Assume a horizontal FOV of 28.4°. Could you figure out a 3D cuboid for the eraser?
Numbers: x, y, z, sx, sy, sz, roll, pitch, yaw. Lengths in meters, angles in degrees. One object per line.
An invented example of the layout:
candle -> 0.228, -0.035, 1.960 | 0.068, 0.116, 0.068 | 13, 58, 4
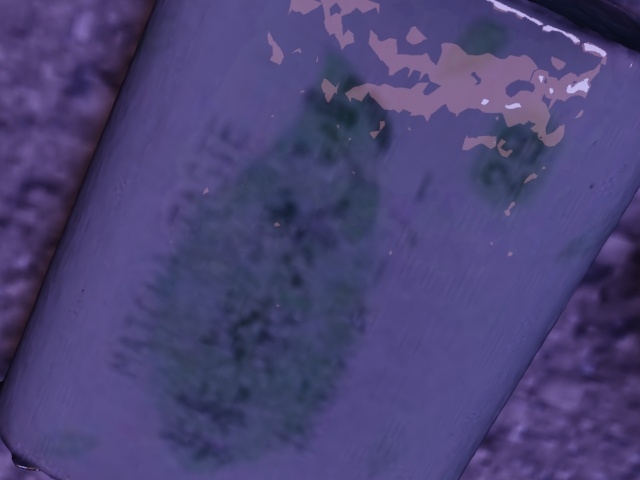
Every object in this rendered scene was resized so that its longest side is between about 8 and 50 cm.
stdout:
eraser -> 0.000, 0.000, 0.445 | 0.174, 0.081, 0.227 | 23, 114, -9
